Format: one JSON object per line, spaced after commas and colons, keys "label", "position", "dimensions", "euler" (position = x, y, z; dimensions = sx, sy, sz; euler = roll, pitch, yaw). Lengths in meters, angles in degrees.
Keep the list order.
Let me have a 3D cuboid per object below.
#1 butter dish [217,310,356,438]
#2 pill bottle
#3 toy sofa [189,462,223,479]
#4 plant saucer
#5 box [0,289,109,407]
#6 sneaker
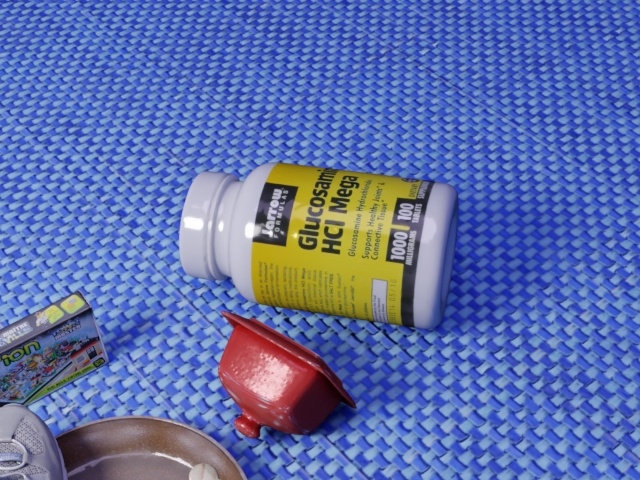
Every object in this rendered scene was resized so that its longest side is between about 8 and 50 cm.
{"label": "butter dish", "position": [-0.058, 0.176, 1.212], "dimensions": [0.160, 0.160, 0.118], "euler": [27, 76, 27]}
{"label": "pill bottle", "position": [0.000, 0.000, 1.330], "dimensions": [0.334, 0.188, 0.188], "euler": [7, 47, 11]}
{"label": "toy sofa", "position": [-0.144, 0.395, 0.931], "dimensions": [0.177, 0.150, 0.362], "euler": [16, 58, 4]}
{"label": "plant saucer", "position": [-0.219, 0.331, 1.123], "dimensions": [0.311, 0.050, 0.310], "euler": [-3, 46, 3]}
{"label": "box", "position": [-0.366, 0.152, 1.260], "dimensions": [0.207, 0.114, 0.036], "euler": [-28, 51, -21]}
{"label": "sneaker", "position": [-0.323, 0.277, 1.068], "dimensions": [0.105, 0.115, 0.281], "euler": [-8, 46, -4]}
